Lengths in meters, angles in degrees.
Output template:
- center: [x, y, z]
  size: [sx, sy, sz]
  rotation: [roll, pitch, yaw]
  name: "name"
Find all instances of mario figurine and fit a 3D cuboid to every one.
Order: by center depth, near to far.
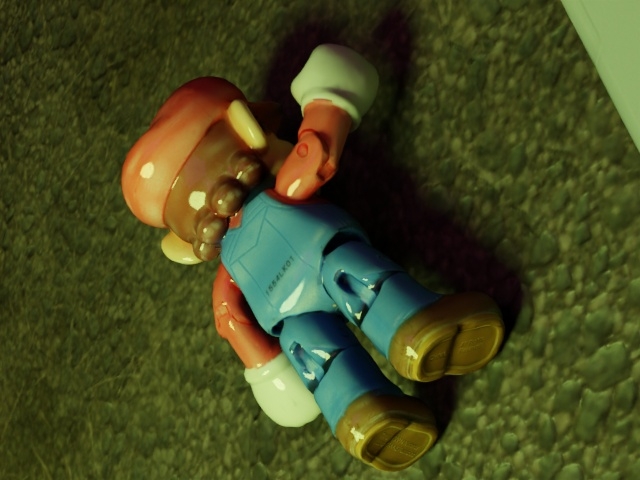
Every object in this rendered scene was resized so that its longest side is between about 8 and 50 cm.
- center: [0.000, 0.000, 1.039]
  size: [0.198, 0.170, 0.320]
  rotation: [-36, 56, -7]
  name: "mario figurine"

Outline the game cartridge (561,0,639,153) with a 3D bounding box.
- center: [0.247, -0.123, 0.726]
  size: [0.294, 0.060, 0.196]
  rotation: [-42, 72, 50]
  name: "game cartridge"
